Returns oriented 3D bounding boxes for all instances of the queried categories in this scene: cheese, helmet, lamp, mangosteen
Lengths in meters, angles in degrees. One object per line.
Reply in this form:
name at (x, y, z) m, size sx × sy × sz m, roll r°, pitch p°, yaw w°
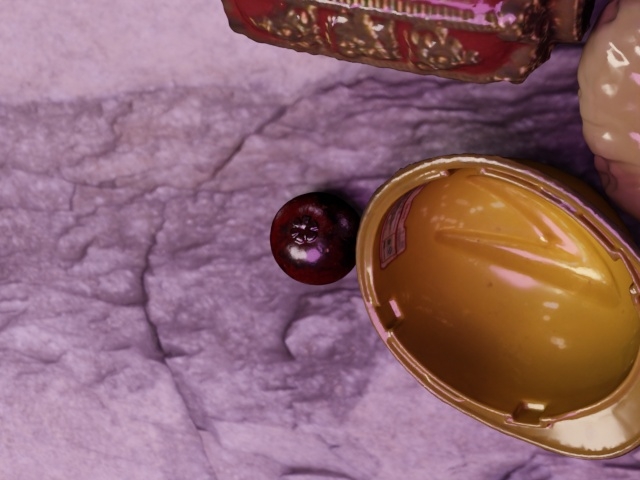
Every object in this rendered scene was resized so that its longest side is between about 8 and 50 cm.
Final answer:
cheese at (0.289, -0.087, 0.700) m, size 0.226 × 0.117 × 0.214 m, roll 5°, pitch 121°, yaw 26°
helmet at (0.162, 0.026, 0.785) m, size 0.257 × 0.140 × 0.205 m, roll 34°, pitch 124°, yaw 13°
lamp at (0.054, -0.201, 0.705) m, size 0.274 × 0.177 × 0.177 m, roll 13°, pitch 119°, yaw 14°
mangosteen at (-0.001, -0.001, 0.881) m, size 0.081 × 0.081 × 0.081 m, roll 9°, pitch 118°, yaw 18°
